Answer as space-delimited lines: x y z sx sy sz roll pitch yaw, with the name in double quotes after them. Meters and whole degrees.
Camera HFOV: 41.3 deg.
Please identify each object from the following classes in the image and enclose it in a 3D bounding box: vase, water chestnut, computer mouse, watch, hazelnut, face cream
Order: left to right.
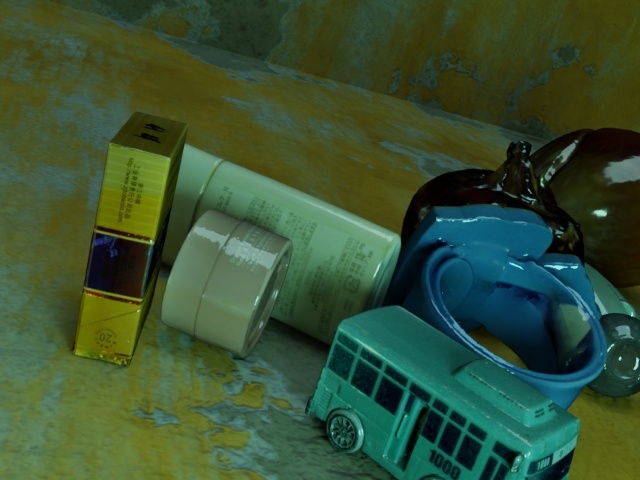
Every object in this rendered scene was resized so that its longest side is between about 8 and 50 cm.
-0.107 0.049 0.990 0.104 0.149 0.149 22 19 6 "face cream"
-0.078 0.004 1.105 0.348 0.173 0.081 23 20 18 "face cream"
0.283 -0.016 1.335 0.300 0.300 0.300 16 19 -6 "water chestnut"
0.234 0.121 1.049 0.305 0.241 0.274 11 37 -15 "watch"
0.443 0.080 1.495 0.288 0.097 0.159 28 19 28 "computer mouse"
0.537 -0.062 1.644 0.372 0.315 0.372 -2 3 0 "hazelnut"
0.419 0.159 1.250 0.120 0.120 0.183 18 4 -2 "vase"

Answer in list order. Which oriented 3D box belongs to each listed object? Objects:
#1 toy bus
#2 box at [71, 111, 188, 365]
0.124 0.179 0.854 0.256 0.147 0.128 31 24 34 "toy bus"
-0.205 -0.006 0.921 0.070 0.237 0.152 11 19 -6 "box"
